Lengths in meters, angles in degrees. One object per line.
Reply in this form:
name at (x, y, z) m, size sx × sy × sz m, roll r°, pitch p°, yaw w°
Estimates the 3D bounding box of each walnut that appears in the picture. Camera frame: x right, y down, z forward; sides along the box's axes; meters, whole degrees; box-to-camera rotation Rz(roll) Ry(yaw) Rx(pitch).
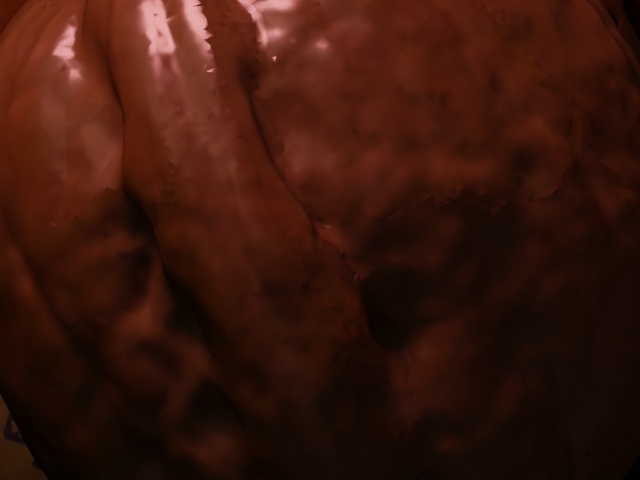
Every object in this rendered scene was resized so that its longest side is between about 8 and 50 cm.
walnut at (0.000, 0.000, 0.763) m, size 0.332 × 0.333 × 0.333 m, roll -28°, pitch 34°, yaw 22°

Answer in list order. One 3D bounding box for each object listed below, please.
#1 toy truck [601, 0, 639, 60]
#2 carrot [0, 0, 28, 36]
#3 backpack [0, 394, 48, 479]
toy truck at (0.085, -0.151, 0.994) m, size 0.265 × 0.189 × 0.239 m, roll -50°, pitch 23°, yaw -13°
carrot at (-0.194, -0.274, 1.411) m, size 0.341 × 0.224 × 0.224 m, roll -51°, pitch 32°, yaw 0°
backpack at (-0.117, 0.064, 0.938) m, size 0.140 × 0.207 × 0.253 m, roll -27°, pitch 39°, yaw 50°
